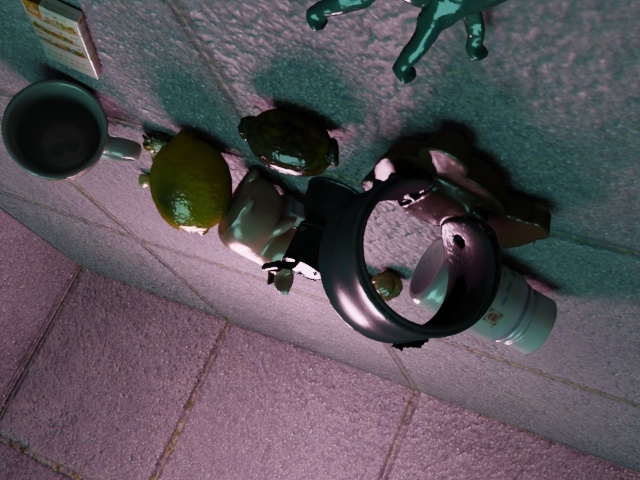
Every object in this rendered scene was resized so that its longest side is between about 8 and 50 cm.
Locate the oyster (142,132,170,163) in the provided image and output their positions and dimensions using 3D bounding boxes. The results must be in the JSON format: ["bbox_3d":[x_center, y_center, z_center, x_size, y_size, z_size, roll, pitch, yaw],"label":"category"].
[{"bbox_3d":[-0.350,-0.186,1.809,0.191,0.081,0.163,17,157,12],"label":"oyster"}]

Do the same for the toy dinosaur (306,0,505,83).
[{"bbox_3d":[0.109,-0.333,0.786,0.384,0.129,0.331,26,152,1],"label":"toy dinosaur"}]

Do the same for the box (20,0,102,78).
[{"bbox_3d":[-0.504,-0.400,1.465,0.122,0.032,0.220,25,163,1],"label":"box"}]

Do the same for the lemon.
[{"bbox_3d":[-0.293,-0.126,1.697,0.188,0.188,0.256,10,120,38],"label":"lemon"}]

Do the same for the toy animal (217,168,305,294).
[{"bbox_3d":[-0.119,-0.035,1.790,0.256,0.195,0.213,31,133,-26],"label":"toy animal"}]

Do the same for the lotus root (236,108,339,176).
[{"bbox_3d":[-0.063,-0.181,1.385,0.210,0.120,0.120,19,162,15],"label":"lotus root"}]

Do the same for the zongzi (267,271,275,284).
[{"bbox_3d":[-0.143,0.099,2.409,0.067,0.073,0.083,22,-158,7],"label":"zongzi"}]

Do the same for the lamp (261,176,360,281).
[{"bbox_3d":[0.000,0.000,1.625,0.172,0.227,0.147,32,161,-22],"label":"lamp"}]

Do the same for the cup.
[{"bbox_3d":[-0.581,-0.241,1.793,0.301,0.227,0.257,11,177,-13],"label":"cup"}]

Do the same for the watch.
[{"bbox_3d":[0.186,0.025,1.290,0.335,0.326,0.314,29,162,-15],"label":"watch"}]

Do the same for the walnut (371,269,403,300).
[{"bbox_3d":[0.176,0.120,1.989,0.092,0.092,0.092,22,162,8],"label":"walnut"}]

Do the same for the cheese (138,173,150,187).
[{"bbox_3d":[-0.474,-0.161,2.093,0.083,0.044,0.030,13,175,27],"label":"cheese"}]

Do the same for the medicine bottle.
[{"bbox_3d":[0.351,0.122,1.610,0.293,0.170,0.170,29,162,-11],"label":"medicine bottle"}]
